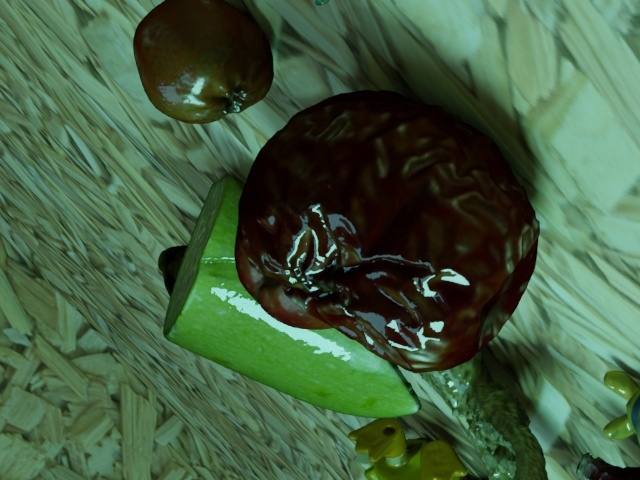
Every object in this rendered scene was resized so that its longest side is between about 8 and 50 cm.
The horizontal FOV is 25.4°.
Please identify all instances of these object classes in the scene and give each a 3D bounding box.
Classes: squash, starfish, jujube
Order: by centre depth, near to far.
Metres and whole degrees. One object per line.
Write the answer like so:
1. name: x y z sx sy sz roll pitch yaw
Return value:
1. jujube: 0.057 -0.015 1.133 0.232 0.213 0.213 29 160 20
2. starfish: 0.177 0.195 1.447 0.432 0.082 0.324 60 175 23
3. squash: -0.005 0.078 1.623 0.308 0.210 0.233 20 174 -9

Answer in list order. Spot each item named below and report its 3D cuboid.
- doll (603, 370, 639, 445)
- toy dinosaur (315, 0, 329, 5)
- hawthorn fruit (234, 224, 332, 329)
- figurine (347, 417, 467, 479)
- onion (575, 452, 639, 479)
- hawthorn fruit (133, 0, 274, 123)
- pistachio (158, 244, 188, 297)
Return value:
1. doll: 0.298 0.153 1.211 0.088 0.102 0.179 1 178 -29
2. toy dinosaur: -0.095 -0.286 0.990 0.292 0.079 0.120 38 168 21
3. hawthorn fruit: 0.000 0.000 1.322 0.173 0.173 0.173 37 162 14
4. figurine: 0.155 0.371 1.889 0.215 0.187 0.344 39 159 40
5. onion: 0.310 0.276 1.351 0.195 0.159 0.159 46 163 -1
6. hawthorn fruit: -0.104 -0.160 1.254 0.128 0.128 0.128 37 162 14
7. pistachio: -0.123 0.070 1.848 0.210 0.131 0.165 35 -158 19
